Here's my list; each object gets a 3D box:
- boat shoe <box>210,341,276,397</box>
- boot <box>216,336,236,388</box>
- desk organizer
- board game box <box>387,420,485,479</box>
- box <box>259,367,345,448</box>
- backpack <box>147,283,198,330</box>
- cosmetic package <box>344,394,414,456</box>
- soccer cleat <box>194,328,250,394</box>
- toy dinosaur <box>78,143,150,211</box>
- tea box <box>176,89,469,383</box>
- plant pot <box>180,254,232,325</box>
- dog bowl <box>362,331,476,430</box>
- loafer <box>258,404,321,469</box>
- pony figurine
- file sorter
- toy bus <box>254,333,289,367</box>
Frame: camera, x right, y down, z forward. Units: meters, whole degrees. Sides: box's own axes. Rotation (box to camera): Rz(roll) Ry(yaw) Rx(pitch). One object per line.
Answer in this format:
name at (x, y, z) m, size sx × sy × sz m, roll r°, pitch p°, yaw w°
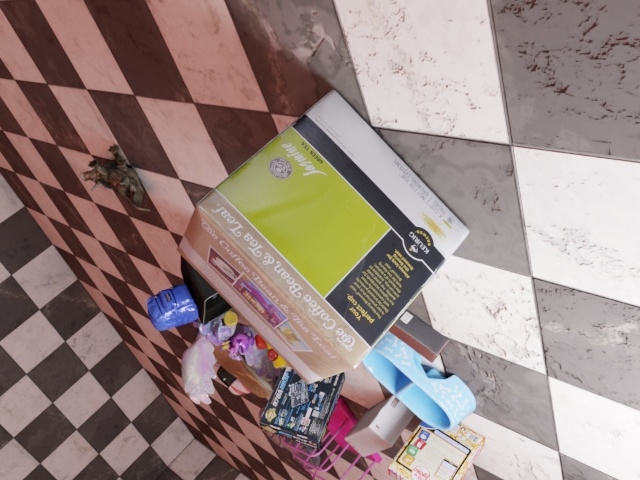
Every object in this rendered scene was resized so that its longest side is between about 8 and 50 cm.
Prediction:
boat shoe at (-0.265, 0.423, 2.192) m, size 0.285 × 0.092 × 0.103 m, roll 46°, pitch 129°, yaw -8°
boot at (-0.340, 0.413, 2.234) m, size 0.198 × 0.137 × 0.077 m, roll 50°, pitch 151°, yaw -6°
desk organizer at (0.199, 0.196, 1.324) m, size 0.130 × 0.047 × 0.050 m, roll 36°, pitch 153°, yaw 18°
board game box at (0.272, 0.504, 1.473) m, size 0.146 × 0.193 × 0.045 m, roll 27°, pitch 147°, yaw 32°
box at (-0.047, 0.443, 1.749) m, size 0.175 × 0.220 × 0.051 m, roll 14°, pitch 144°, yaw 13°
backpack at (-0.397, 0.172, 1.663) m, size 0.098 × 0.120 × 0.101 m, roll 56°, pitch 155°, yaw 34°
cosmetic package at (0.157, 0.510, 1.718) m, size 0.085 × 0.117 × 0.231 m, roll 42°, pitch 153°, yaw 5°
soccer cleat at (-0.342, 0.440, 2.332) m, size 0.116 × 0.109 × 0.318 m, roll -17°, pitch 114°, yaw 37°
toy dinosaur at (-0.573, -0.173, 1.839) m, size 0.313 × 0.121 × 0.160 m, roll 29°, pitch 160°, yaw 20°
tea box at (0.000, 0.000, 1.042) m, size 0.329 × 0.323 × 0.220 m, roll 47°, pitch 152°, yaw 0°
plant pot at (-0.278, 0.086, 1.699) m, size 0.167 × 0.188 × 0.187 m, roll 52°, pitch 154°, yaw 16°
dog bowl at (0.211, 0.313, 1.433) m, size 0.297 × 0.074 × 0.166 m, roll 42°, pitch 152°, yaw 8°
loafer at (-0.114, 0.739, 2.403) m, size 0.302 × 0.109 × 0.095 m, roll 46°, pitch -164°, yaw 2°
pony figurine at (-0.303, 0.275, 1.919) m, size 0.363 × 0.302 × 0.351 m, roll 95°, pitch 157°, yaw -59°
file sorter at (0.015, 0.645, 2.013) m, size 0.202 × 0.182 × 0.291 m, roll 4°, pitch 132°, yaw 52°
toy bus at (-0.099, 0.249, 1.729) m, size 0.104 × 0.191 × 0.202 m, roll -25°, pitch 119°, yaw 13°
